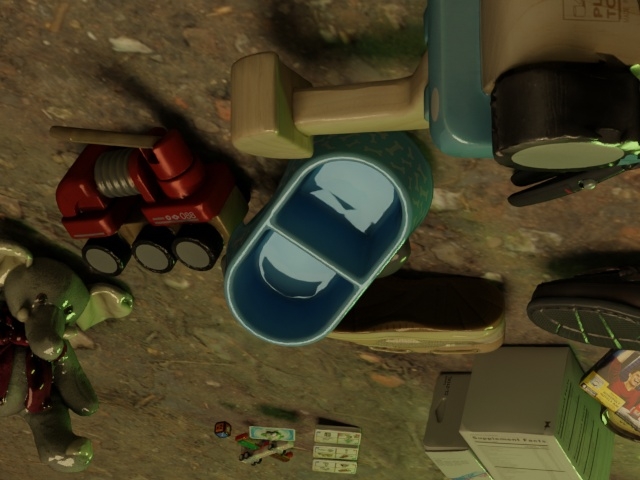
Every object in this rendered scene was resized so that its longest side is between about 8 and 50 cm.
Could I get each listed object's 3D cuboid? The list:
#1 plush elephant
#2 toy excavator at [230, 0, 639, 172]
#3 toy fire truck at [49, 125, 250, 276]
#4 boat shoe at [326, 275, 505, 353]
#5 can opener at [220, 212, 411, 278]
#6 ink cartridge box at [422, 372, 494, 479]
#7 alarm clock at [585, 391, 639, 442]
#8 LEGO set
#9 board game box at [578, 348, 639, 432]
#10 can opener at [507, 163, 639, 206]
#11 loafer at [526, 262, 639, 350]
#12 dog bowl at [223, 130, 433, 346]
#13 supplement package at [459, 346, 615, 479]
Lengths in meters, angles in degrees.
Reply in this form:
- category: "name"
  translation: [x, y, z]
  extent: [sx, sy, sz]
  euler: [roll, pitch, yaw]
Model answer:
- category: "plush elephant"
  translation: [-0.418, 0.140, 1.753]
  extent: [0.272, 0.330, 0.255]
  euler: [18, 129, -27]
- category: "toy excavator"
  translation: [0.148, -0.140, 1.039]
  extent: [0.433, 0.222, 0.445]
  euler: [0, 171, -7]
- category: "toy fire truck"
  translation: [-0.233, -0.073, 1.420]
  extent: [0.217, 0.158, 0.246]
  euler: [-4, 131, 32]
- category: "boat shoe"
  translation: [0.086, 0.099, 1.559]
  extent: [0.302, 0.109, 0.098]
  euler: [3, 145, 13]
- category: "can opener"
  translation: [-0.008, 0.023, 1.478]
  extent: [0.076, 0.095, 0.283]
  euler: [-8, 169, -45]
- category: "ink cartridge box"
  translation: [0.225, 0.288, 1.762]
  extent: [0.072, 0.127, 0.175]
  euler: [-6, 142, 31]
- category: "alarm clock"
  translation: [0.452, 0.229, 1.618]
  extent: [0.192, 0.064, 0.129]
  euler: [40, 142, -28]
- category: "LEGO set"
  translation: [-0.056, 0.337, 2.076]
  extent: [0.244, 0.060, 0.182]
  euler: [3, 148, 1]
- category: "board game box"
  translation: [0.452, 0.161, 1.476]
  extent: [0.194, 0.060, 0.194]
  euler: [38, 120, -1]
- category: "can opener"
  translation: [0.261, -0.070, 1.247]
  extent: [0.073, 0.059, 0.186]
  euler: [34, 145, -27]
- category: "loafer"
  translation: [0.390, 0.069, 1.384]
  extent: [0.302, 0.095, 0.109]
  euler: [3, 149, 29]
- category: "dog bowl"
  translation: [0.000, 0.000, 1.346]
  extent: [0.166, 0.074, 0.297]
  euler: [34, 120, -7]
- category: "supplement package"
  translation: [0.304, 0.262, 1.676]
  extent: [0.139, 0.134, 0.244]
  euler: [-2, 144, 29]
